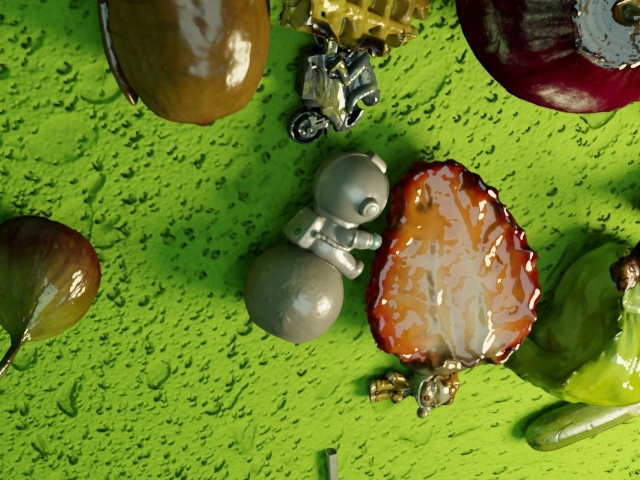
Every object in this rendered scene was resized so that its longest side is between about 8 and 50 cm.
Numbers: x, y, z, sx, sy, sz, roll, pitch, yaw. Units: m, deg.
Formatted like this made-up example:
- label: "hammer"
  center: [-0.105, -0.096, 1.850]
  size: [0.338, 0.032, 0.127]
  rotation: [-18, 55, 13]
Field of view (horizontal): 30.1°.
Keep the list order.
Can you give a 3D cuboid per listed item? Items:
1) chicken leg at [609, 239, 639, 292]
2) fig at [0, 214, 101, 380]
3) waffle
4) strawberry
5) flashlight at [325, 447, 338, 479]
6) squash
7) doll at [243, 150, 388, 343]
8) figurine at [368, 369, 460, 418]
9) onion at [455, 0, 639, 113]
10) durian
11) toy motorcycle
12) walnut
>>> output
- label: "chicken leg"
  center: [0.573, -0.008, 1.859]
  size: [0.406, 0.158, 0.096]
  rotation: [-10, 164, -38]
- label: "fig"
  center: [-0.380, 0.083, 1.528]
  size: [0.160, 0.143, 0.231]
  rotation: [40, 70, -38]
- label: "waffle"
  center: [0.037, -0.353, 1.441]
  size: [0.312, 0.060, 0.307]
  rotation: [-35, 124, -37]
- label: "strawberry"
  center: [0.179, 0.033, 1.746]
  size: [0.265, 0.149, 0.336]
  rotation: [-13, 111, -7]
- label: "flashlight"
  center: [0.019, 0.375, 1.933]
  size: [0.018, 0.018, 0.083]
  rotation: [-13, 121, -16]
- label: "squash"
  center: [0.461, 0.300, 2.034]
  size: [0.238, 0.069, 0.069]
  rotation: [-22, 123, -8]
- label: "doll"
  center: [0.000, 0.000, 1.654]
  size: [0.150, 0.151, 0.287]
  rotation: [21, 104, -29]
- label: "figurine"
  center: [0.149, 0.236, 1.885]
  size: [0.143, 0.068, 0.101]
  rotation: [-25, 120, 8]
- label: "onion"
  center: [0.329, -0.291, 1.533]
  size: [0.336, 0.282, 0.260]
  rotation: [29, 101, -31]
- label: "durian"
  center: [0.484, 0.141, 1.881]
  size: [0.339, 0.204, 0.256]
  rotation: [15, 98, -24]
- label: "toy motorcycle"
  center: [0.028, -0.214, 1.591]
  size: [0.124, 0.061, 0.194]
  rotation: [3, 117, -23]
- label: "walnut"
  center: [-0.158, -0.297, 1.391]
  size: [0.208, 0.209, 0.336]
  rotation: [-11, 123, -16]
